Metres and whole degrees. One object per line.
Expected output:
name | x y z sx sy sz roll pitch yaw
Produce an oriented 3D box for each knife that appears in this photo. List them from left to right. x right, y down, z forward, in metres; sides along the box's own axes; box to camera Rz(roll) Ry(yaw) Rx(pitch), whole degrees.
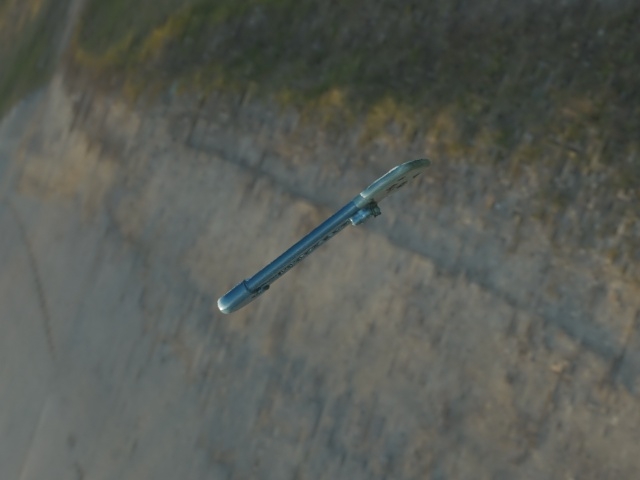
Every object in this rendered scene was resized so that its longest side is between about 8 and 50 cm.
knife | 0.000 0.000 0.510 0.096 0.010 0.027 -36 -9 24
